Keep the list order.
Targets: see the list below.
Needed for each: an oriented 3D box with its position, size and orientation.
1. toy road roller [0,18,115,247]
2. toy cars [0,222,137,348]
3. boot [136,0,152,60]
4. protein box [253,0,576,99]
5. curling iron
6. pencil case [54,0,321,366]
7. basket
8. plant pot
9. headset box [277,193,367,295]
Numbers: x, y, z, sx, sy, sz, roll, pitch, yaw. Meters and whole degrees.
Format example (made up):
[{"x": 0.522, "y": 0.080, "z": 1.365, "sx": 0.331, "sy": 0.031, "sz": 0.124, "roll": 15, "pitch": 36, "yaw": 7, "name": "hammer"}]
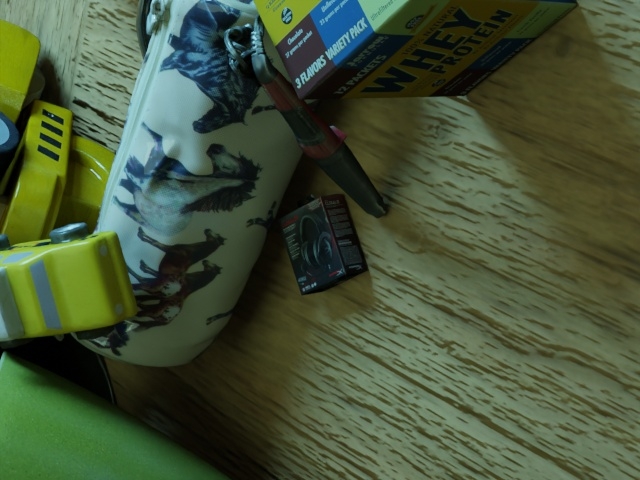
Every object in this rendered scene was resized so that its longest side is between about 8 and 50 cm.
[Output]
[{"x": -0.310, "y": -0.061, "z": 1.561, "sx": 0.329, "sy": 0.240, "sz": 0.202, "roll": -98, "pitch": 31, "yaw": -57, "name": "toy road roller"}, {"x": -0.345, "y": -0.010, "z": 1.350, "sx": 0.393, "sy": 0.087, "sz": 0.176, "roll": 35, "pitch": 119, "yaw": 15, "name": "toy cars"}, {"x": -0.110, "y": -0.220, "z": 1.394, "sx": 0.106, "sy": 0.082, "sz": 0.219, "roll": 11, "pitch": 120, "yaw": 29, "name": "boot"}, {"x": 0.053, "y": -0.228, "z": 1.160, "sx": 0.136, "sy": 0.201, "sz": 0.200, "roll": -39, "pitch": 69, "yaw": 39, "name": "protein box"}, {"x": -0.002, "y": -0.092, "z": 1.211, "sx": 0.035, "sy": 0.274, "sz": 0.068, "roll": -25, "pitch": 52, "yaw": 15, "name": "curling iron"}, {"x": -0.120, "y": -0.069, "z": 1.355, "sx": 0.160, "sy": 0.183, "sz": 0.410, "roll": -108, "pitch": 36, "yaw": -56, "name": "pencil case"}, {"x": -0.348, "y": 0.203, "z": 1.630, "sx": 0.227, "sy": 0.154, "sz": 0.204, "roll": -28, "pitch": 74, "yaw": 45, "name": "basket"}, {"x": -0.195, "y": 0.276, "z": 1.381, "sx": 0.275, "sy": 0.293, "sz": 0.275, "roll": -162, "pitch": 90, "yaw": -80, "name": "plant pot"}, {"x": 0.000, "y": 0.000, "z": 1.354, "sx": 0.062, "sy": 0.032, "sz": 0.083, "roll": -26, "pitch": 79, "yaw": 42, "name": "headset box"}]
